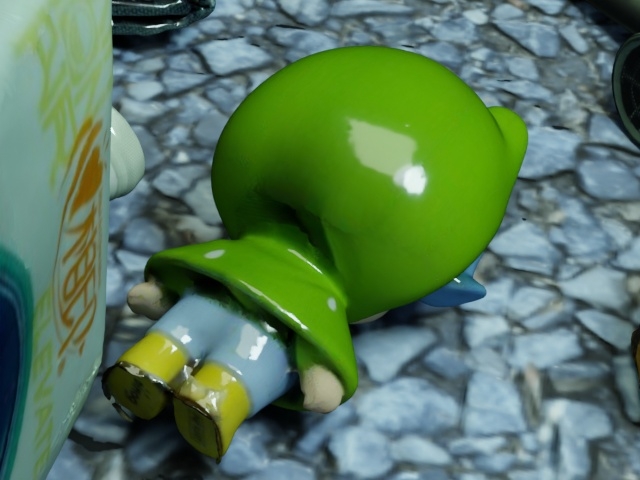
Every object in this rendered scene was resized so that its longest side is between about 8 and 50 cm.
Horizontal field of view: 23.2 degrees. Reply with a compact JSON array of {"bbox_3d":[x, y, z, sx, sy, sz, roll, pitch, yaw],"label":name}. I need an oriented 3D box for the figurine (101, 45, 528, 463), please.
[{"bbox_3d":[0.000,0.000,0.814,0.162,0.143,0.263,25,55,27],"label":"figurine"}]

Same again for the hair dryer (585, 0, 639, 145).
[{"bbox_3d":[0.251,-0.161,1.082,0.195,0.078,0.248,-14,41,-25],"label":"hair dryer"}]

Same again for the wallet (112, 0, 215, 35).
[{"bbox_3d":[-0.231,-0.239,1.090,0.237,0.075,0.342,-6,41,-24],"label":"wallet"}]

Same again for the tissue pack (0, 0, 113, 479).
[{"bbox_3d":[-0.209,0.073,0.580,0.162,0.287,0.388,15,42,6],"label":"tissue pack"}]

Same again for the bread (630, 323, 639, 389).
[{"bbox_3d":[0.268,0.050,0.814,0.199,0.104,0.199,3,40,-3],"label":"bread"}]

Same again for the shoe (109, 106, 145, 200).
[{"bbox_3d":[-0.234,-0.051,0.870,0.265,0.095,0.110,17,48,18],"label":"shoe"}]
